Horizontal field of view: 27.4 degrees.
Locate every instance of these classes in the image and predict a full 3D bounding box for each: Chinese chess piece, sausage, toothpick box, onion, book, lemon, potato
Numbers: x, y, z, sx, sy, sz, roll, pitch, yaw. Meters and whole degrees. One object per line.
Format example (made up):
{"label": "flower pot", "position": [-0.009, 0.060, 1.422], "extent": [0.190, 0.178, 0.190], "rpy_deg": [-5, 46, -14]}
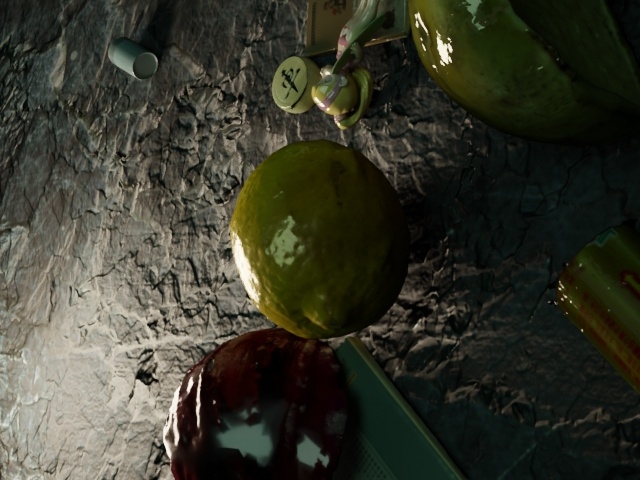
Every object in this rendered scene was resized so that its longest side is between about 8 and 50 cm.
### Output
{"label": "Chinese chess piece", "position": [-0.035, -0.227, 1.910], "extent": [0.084, 0.034, 0.084], "rpy_deg": [-14, 70, 45]}
{"label": "sausage", "position": [0.366, 0.120, 1.343], "extent": [0.125, 0.117, 0.317], "rpy_deg": [-30, 50, -8]}
{"label": "toothpick box", "position": [-0.315, -0.306, 2.211], "extent": [0.083, 0.052, 0.052], "rpy_deg": [35, 107, 44]}
{"label": "onion", "position": [-0.094, 0.238, 1.751], "extent": [0.280, 0.146, 0.314], "rpy_deg": [-24, 51, 44]}
{"label": "book", "position": [0.054, -0.339, 1.852], "extent": [0.199, 0.016, 0.138], "rpy_deg": [-4, 79, 46]}
{"label": "lemon", "position": [0.000, 0.000, 1.676], "extent": [0.233, 0.234, 0.288], "rpy_deg": [-45, 40, 31]}
{"label": "book", "position": [0.069, 0.339, 1.680], "extent": [0.264, 0.031, 0.379], "rpy_deg": [-58, 47, 22]}
{"label": "potato", "position": [0.189, -0.237, 1.499], "extent": [0.213, 0.280, 0.330], "rpy_deg": [-35, 59, 34]}

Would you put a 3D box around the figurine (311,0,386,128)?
{"label": "figurine", "position": [0.046, -0.247, 1.799], "extent": [0.083, 0.083, 0.187], "rpy_deg": [23, 95, 47]}
